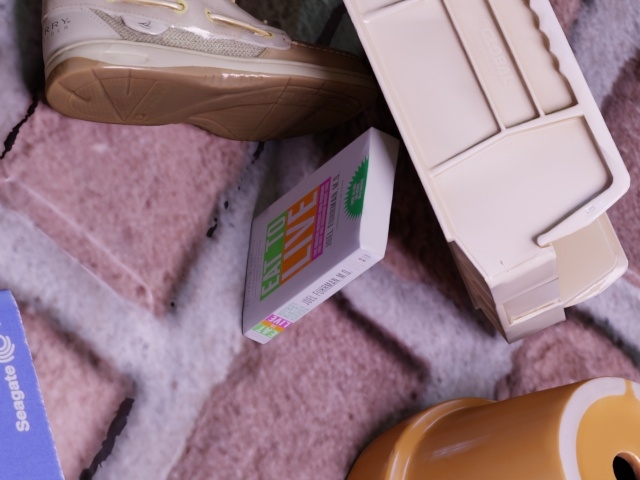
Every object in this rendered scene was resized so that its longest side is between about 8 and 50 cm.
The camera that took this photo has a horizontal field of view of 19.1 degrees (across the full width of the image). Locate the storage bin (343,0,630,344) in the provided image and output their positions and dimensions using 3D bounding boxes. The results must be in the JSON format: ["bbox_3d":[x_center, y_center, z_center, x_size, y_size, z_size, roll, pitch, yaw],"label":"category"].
[{"bbox_3d":[0.117,-0.083,1.320,0.123,0.262,0.260,-23,76,3],"label":"storage bin"}]

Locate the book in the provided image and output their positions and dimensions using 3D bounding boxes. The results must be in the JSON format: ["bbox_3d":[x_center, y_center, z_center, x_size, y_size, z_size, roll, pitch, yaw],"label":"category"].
[{"bbox_3d":[0.000,0.000,1.268,0.035,0.144,0.096,25,51,-23],"label":"book"}]

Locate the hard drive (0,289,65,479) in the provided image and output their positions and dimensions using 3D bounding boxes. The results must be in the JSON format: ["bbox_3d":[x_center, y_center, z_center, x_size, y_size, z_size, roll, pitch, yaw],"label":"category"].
[{"bbox_3d":[-0.290,0.137,1.039,0.318,0.040,0.210,-3,67,-38],"label":"hard drive"}]

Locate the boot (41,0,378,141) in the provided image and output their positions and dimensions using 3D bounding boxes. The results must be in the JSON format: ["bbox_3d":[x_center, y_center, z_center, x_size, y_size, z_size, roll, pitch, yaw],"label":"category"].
[{"bbox_3d":[-0.087,-0.178,1.346,0.262,0.095,0.203,2,62,-33],"label":"boot"}]

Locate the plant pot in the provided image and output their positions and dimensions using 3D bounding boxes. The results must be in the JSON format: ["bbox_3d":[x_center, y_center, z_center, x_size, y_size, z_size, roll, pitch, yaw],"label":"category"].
[{"bbox_3d":[0.147,0.181,1.243,0.205,0.188,0.205,18,55,-28],"label":"plant pot"}]
